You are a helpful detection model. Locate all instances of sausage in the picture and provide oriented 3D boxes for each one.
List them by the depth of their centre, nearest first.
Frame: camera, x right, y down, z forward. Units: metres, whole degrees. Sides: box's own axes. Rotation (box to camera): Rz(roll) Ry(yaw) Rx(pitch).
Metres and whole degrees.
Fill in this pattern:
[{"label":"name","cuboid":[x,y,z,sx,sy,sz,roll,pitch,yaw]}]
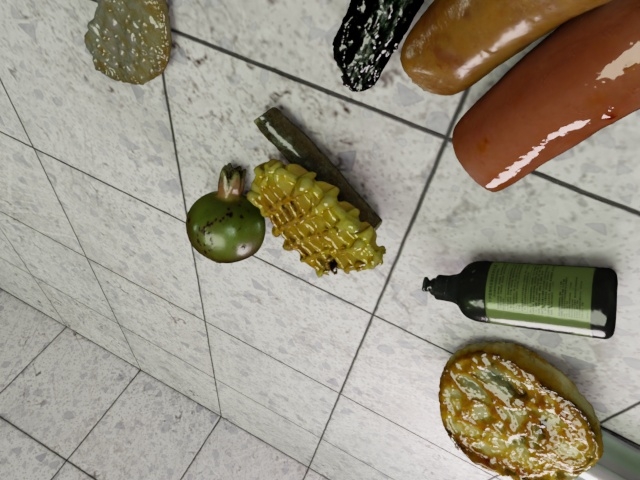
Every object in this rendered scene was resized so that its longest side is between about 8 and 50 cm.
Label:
[{"label":"sausage","cuboid":[0.176,-0.224,0.430,0.109,0.109,0.270,44,158,-13]},{"label":"sausage","cuboid":[0.251,-0.154,0.463,0.113,0.113,0.259,39,146,-7]}]

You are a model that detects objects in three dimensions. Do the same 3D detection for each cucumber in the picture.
[{"label":"cucumber","cuboid":[0.095,-0.291,0.463,0.072,0.081,0.303,11,144,-20]}]

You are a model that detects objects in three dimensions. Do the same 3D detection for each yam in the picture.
[{"label":"yam","cuboid":[0.000,-0.109,0.754,0.274,0.061,0.061,47,141,-16]}]

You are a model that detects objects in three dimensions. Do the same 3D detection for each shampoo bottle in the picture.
[{"label":"shampoo bottle","cuboid":[0.295,0.084,0.711,0.284,0.101,0.101,2,133,35]}]

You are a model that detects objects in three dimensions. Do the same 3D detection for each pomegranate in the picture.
[{"label":"pomegranate","cuboid":[-0.184,-0.048,0.898,0.159,0.159,0.205,20,115,18]}]

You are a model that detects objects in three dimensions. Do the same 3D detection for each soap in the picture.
[{"label":"soap","cuboid":[0.601,0.509,0.947,0.347,0.115,0.208,28,142,8]}]

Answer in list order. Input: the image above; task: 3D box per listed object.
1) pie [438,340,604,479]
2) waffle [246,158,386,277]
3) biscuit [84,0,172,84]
[{"label":"pie","cuboid":[0.374,0.333,0.892,0.315,0.092,0.315,20,122,35]},{"label":"waffle","cuboid":[-0.009,-0.023,0.779,0.309,0.065,0.283,33,157,34]},{"label":"biscuit","cuboid":[-0.304,-0.338,0.738,0.141,0.038,0.290,45,144,-16]}]
